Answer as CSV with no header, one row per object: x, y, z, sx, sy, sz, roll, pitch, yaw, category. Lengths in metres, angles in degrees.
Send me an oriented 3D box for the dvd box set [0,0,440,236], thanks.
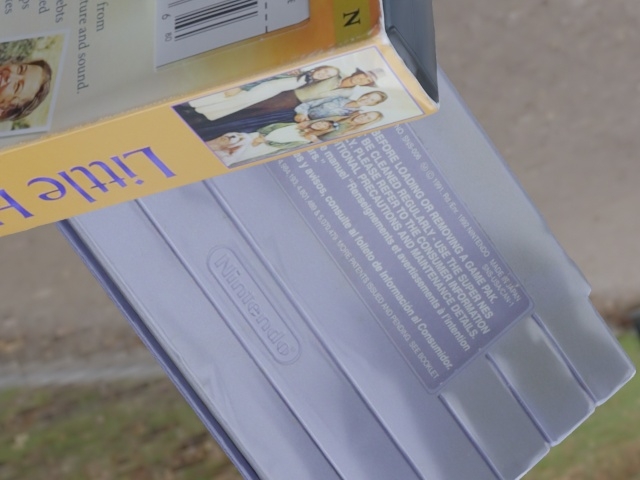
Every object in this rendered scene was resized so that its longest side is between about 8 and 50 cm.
-0.161,-0.137,0.825,0.420,0.308,0.062,-15,147,19,dvd box set

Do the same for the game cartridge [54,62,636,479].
0.000,0.000,1.073,0.230,0.355,0.068,-39,-168,-21,game cartridge
